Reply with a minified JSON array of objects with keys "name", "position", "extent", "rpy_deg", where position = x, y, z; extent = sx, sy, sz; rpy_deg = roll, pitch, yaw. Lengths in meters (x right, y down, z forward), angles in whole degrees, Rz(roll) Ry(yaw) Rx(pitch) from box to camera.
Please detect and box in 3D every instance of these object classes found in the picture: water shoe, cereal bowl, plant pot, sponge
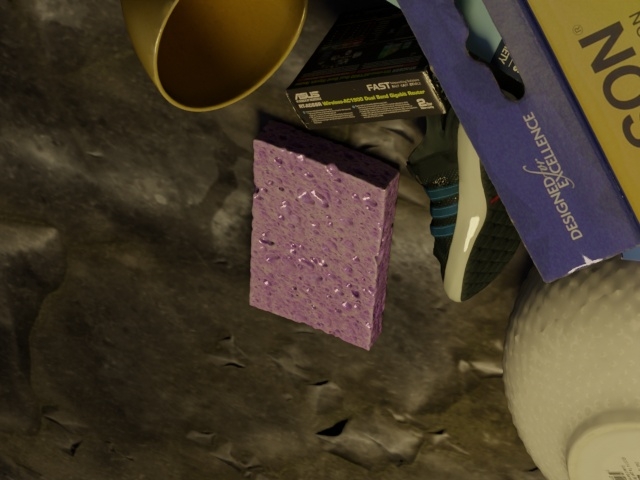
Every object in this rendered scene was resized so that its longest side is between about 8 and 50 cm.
[{"name":"water shoe","position":[0.106,-0.044,1.275],"extent":[0.080,0.073,0.203],"rpy_deg":[39,145,31]},{"name":"cereal bowl","position":[0.283,0.139,1.275],"extent":[0.339,0.141,0.339],"rpy_deg":[19,141,16]},{"name":"plant pot","position":[-0.089,-0.174,1.227],"extent":[0.095,0.134,0.134],"rpy_deg":[44,151,32]},{"name":"sponge","position":[0.000,0.000,1.415],"extent":[0.117,0.031,0.210],"rpy_deg":[22,141,15]}]

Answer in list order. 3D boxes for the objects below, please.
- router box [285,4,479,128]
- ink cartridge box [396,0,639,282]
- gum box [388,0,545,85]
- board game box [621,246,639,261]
[{"name":"router box","position":[0.049,-0.124,1.192],"extent":[0.122,0.092,0.038],"rpy_deg":[-4,129,39]},{"name":"ink cartridge box","position":[0.182,-0.152,0.938],"extent":[0.307,0.072,0.303],"rpy_deg":[-26,98,24]},{"name":"gum box","position":[0.089,-0.207,1.031],"extent":[0.184,0.041,0.157],"rpy_deg":[34,116,20]},{"name":"board game box","position":[0.342,-0.074,1.045],"extent":[0.347,0.078,0.233],"rpy_deg":[9,137,29]}]
